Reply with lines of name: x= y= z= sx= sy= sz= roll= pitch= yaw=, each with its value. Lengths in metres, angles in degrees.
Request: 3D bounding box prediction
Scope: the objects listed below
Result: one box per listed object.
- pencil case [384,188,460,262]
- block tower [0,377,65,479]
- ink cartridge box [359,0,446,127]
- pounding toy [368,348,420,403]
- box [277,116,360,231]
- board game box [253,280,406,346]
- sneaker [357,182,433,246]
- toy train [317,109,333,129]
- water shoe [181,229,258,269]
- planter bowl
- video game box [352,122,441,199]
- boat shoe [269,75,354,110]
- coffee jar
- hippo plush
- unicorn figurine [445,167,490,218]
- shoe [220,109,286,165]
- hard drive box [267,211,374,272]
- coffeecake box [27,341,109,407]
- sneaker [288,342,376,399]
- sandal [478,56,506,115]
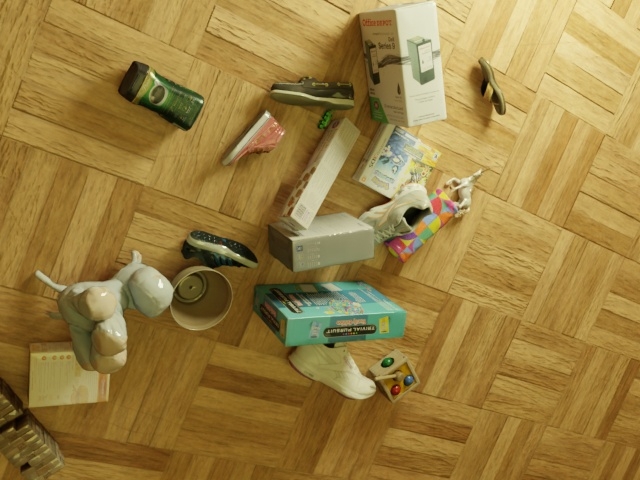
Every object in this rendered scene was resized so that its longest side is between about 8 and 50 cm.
pencil case: x=0.289 y=-0.043 z=1.967 sx=0.236 sy=0.104 sz=0.104 roll=-42 pitch=118 yaw=-2
block tower: x=-0.751 y=0.434 z=1.640 sx=0.097 sy=0.091 sz=0.336 roll=-32 pitch=115 yaw=-14
ink cartridge box: x=0.207 y=-0.451 z=1.753 sx=0.121 sy=0.211 sz=0.289 roll=-16 pitch=110 yaw=-18
pounding toy: x=0.218 y=0.412 z=2.074 sx=0.130 sy=0.100 sz=0.141 roll=-34 pitch=116 yaw=-13
box: x=-0.001 y=-0.172 z=1.761 sx=0.067 sy=0.063 sz=0.324 roll=40 pitch=66 yaw=-30
board game box: x=0.019 y=0.188 z=1.830 sx=0.336 sy=0.254 sz=0.079 roll=-1 pitch=106 yaw=-24
sneaker: x=0.194 y=-0.046 z=1.890 sx=0.262 sy=0.121 sz=0.099 roll=-41 pitch=124 yaw=14
toy train: x=0.019 y=-0.329 z=1.811 sx=0.023 sy=0.017 sz=0.083 roll=26 pitch=93 yaw=-39
water shoe: x=-0.261 y=0.038 z=1.772 sx=0.203 sy=0.073 sz=0.080 roll=23 pitch=116 yaw=-24
planter bowl: x=-0.318 y=0.133 z=1.738 sx=0.162 sy=0.109 sz=0.162 roll=-10 pitch=111 yaw=-26
video game box: x=0.216 y=-0.210 z=1.920 sx=0.205 sy=0.048 sz=0.187 roll=25 pitch=97 yaw=-29
boat shoe: x=-0.021 y=-0.381 z=1.745 sx=0.227 sy=0.081 sz=0.069 roll=4 pitch=85 yaw=-22
coffee jar: x=-0.370 y=-0.336 z=1.593 sx=0.184 sy=0.079 sz=0.096 roll=27 pitch=96 yaw=-30
hippo plush: x=-0.479 y=0.166 z=1.630 sx=0.236 sy=0.294 sz=0.234 roll=-25 pitch=116 yaw=-41
unicorn figurine: x=0.427 y=-0.150 z=2.035 sx=0.111 sy=0.060 sz=0.162 roll=-10 pitch=125 yaw=-22
shoe: x=-0.167 y=-0.238 z=1.725 sx=0.081 sy=0.063 sz=0.178 roll=44 pitch=80 yaw=-23
hard drive box: x=0.000 y=0.000 z=1.807 sx=0.232 sy=0.181 sz=0.089 roll=-9 pitch=109 yaw=-21
coffeecake box: x=-0.616 y=0.325 z=1.682 sx=0.185 sy=0.068 sz=0.142 roll=2 pitch=104 yaw=-25
sneaker: x=0.061 y=0.360 z=1.978 sx=0.305 sy=0.114 sz=0.152 roll=31 pitch=92 yaw=-29
sandal: x=0.482 y=-0.438 z=1.966 sx=0.049 sy=0.072 sz=0.180 roll=-28 pitch=114 yaw=2
